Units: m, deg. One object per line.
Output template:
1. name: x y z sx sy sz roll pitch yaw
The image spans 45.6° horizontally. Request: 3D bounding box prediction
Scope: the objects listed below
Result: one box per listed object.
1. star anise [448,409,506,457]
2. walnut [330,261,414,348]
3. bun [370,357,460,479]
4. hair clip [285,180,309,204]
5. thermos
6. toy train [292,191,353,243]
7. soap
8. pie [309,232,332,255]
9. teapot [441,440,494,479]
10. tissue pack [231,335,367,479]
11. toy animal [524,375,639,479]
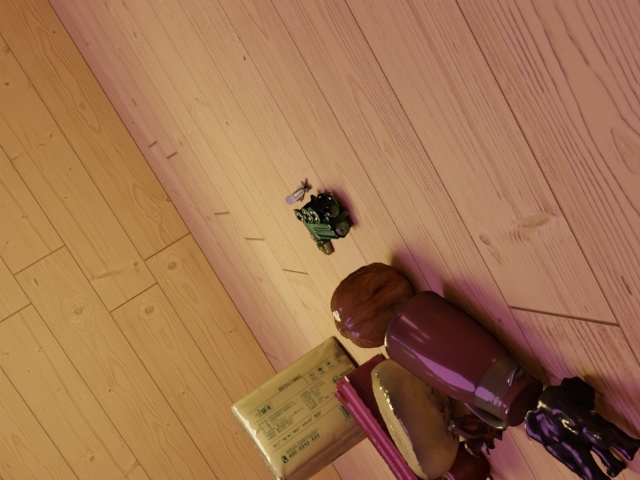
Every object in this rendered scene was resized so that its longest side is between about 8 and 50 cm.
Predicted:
1. star anise: 0.283 0.346 1.521 0.227 0.218 0.148 -11 70 58
2. walnut: 0.100 0.130 1.500 0.155 0.184 0.155 33 141 31
3. bun: 0.219 0.387 1.698 0.287 0.146 0.287 158 90 -83
4. hair clip: -0.051 -0.106 1.750 0.030 0.039 0.115 51 161 1
5. thermos: 0.253 0.220 1.309 0.265 0.146 0.176 35 147 40
6. toy train: 0.010 -0.045 1.642 0.111 0.071 0.170 52 165 -15
7. soap: 0.189 0.489 2.015 0.359 0.128 0.233 54 162 9
8. pie: 0.000 0.000 1.834 0.085 0.017 0.085 50 162 23
9. teapot: 0.322 0.526 1.735 0.173 0.116 0.116 37 155 48
10. tissue pack: -0.033 0.509 2.249 0.297 0.380 0.207 52 164 25
11. toy animal: 0.377 0.292 1.122 0.146 0.114 0.245 48 161 27
